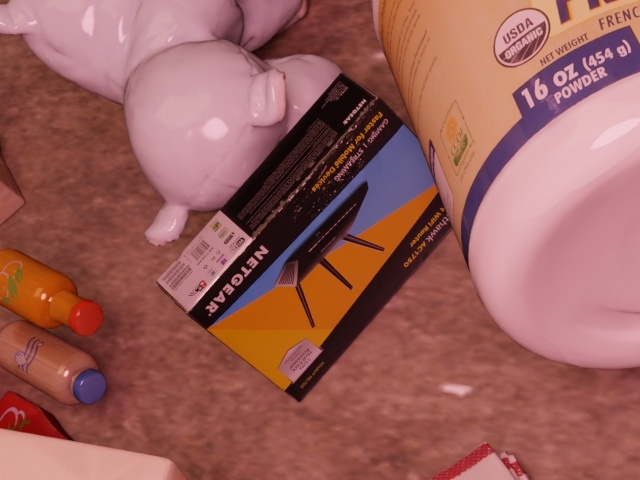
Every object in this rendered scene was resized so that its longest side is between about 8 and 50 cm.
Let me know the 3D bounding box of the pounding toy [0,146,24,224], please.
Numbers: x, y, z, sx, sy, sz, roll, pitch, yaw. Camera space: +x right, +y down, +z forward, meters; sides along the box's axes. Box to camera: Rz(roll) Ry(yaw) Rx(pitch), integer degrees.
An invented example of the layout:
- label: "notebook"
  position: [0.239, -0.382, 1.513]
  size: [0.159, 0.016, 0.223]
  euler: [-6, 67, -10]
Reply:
- label: "pounding toy"
  position: [-0.312, -0.066, 1.501]
  size: [0.141, 0.100, 0.130]
  euler: [-41, 47, 7]

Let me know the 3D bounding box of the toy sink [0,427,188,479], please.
- label: "toy sink"
  position: [-0.202, 0.210, 1.187]
  size: [0.234, 0.131, 0.153]
  euler: [7, 65, 17]

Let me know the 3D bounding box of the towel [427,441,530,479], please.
- label: "towel"
  position: [0.067, 0.296, 1.041]
  size: [0.237, 0.037, 0.329]
  euler: [-35, 47, 13]

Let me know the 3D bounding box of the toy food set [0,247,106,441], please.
- label: "toy food set"
  position: [-0.225, 0.133, 1.301]
  size: [0.104, 0.111, 0.232]
  euler: [23, 76, 42]

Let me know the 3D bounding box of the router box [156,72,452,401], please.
- label: "router box"
  position: [0.000, 0.000, 1.213]
  size: [0.179, 0.133, 0.046]
  euler: [-49, 45, -1]

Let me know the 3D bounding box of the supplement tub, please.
- label: "supplement tub"
  position: [0.158, -0.108, 1.105]
  size: [0.228, 0.228, 0.316]
  euler: [-31, 48, 15]

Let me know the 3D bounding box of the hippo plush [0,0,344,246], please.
- label: "hippo plush"
  position: [-0.075, -0.140, 1.278]
  size: [0.236, 0.294, 0.234]
  euler: [50, 117, 36]
